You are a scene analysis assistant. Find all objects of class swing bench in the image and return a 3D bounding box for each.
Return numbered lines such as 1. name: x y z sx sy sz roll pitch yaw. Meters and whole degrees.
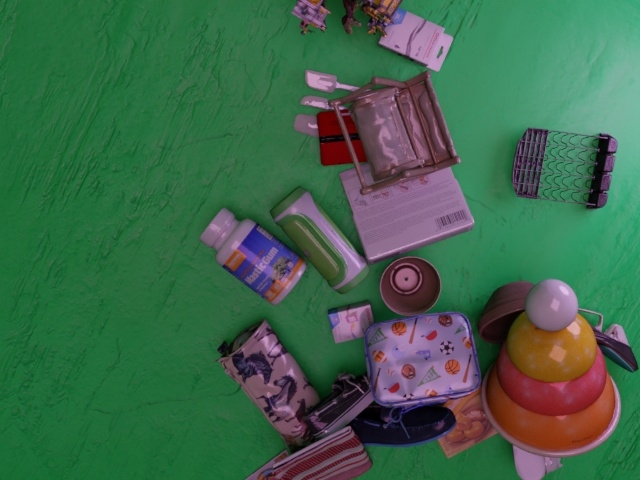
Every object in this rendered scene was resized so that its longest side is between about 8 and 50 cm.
1. swing bench: 0.192 -0.274 1.736 0.165 0.255 0.253 -19 90 44

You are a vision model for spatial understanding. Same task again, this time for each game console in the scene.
1. game console: 0.066 -0.277 1.837 0.144 0.085 0.124 -6 72 -2

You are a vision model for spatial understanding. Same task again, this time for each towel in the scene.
1. towel: 0.013 0.615 1.864 0.237 0.329 0.037 -27 55 -4

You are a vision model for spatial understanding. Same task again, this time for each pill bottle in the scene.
1. pill bottle: -0.183 0.037 1.835 0.272 0.152 0.152 37 98 -6

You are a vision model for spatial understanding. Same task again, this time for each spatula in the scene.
1. spatula: 0.061 -0.348 1.841 0.242 0.019 0.168 12 98 -5

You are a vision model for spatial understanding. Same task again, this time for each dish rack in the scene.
1. dish rack: 0.648 -0.196 1.838 0.272 0.074 0.208 7 98 1

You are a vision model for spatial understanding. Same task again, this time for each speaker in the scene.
1. speaker: 0.000 0.000 1.841 0.131 0.131 0.296 -40 97 6

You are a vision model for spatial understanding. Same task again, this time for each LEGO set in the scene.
1. LEGO set: 0.051 -0.555 1.662 0.255 0.331 0.192 28 106 -18

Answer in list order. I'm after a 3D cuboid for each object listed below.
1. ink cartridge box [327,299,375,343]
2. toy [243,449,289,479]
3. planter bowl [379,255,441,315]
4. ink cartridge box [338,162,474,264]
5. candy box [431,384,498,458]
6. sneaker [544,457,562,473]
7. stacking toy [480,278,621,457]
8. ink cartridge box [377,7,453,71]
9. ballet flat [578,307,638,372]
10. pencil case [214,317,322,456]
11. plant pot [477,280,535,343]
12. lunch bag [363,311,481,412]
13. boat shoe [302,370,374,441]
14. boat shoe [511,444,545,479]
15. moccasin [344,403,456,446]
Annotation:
1. ink cartridge box: 0.089 0.226 1.916 0.123 0.052 0.088 -14 99 1
2. toy: -0.116 0.706 1.994 0.237 0.056 0.137 -39 97 6
3. planter bowl: 0.237 0.113 1.868 0.162 0.109 0.162 0 99 -1
4. ink cartridge box: 0.228 -0.105 1.855 0.297 0.066 0.261 -19 73 3
5. candy box: 0.358 0.427 1.930 0.183 0.087 0.316 -29 98 4
6. sneaker: 0.659 0.595 1.981 0.061 0.053 0.152 -13 105 -7
7. stacking toy: 0.573 0.271 1.690 0.351 0.350 0.479 -11 131 2
8. ink cartridge box: 0.250 -0.522 1.787 0.180 0.060 0.104 23 98 -4
9. ballet flat: 0.777 0.260 1.903 0.281 0.095 0.096 31 86 -5
10. pencil case: -0.114 0.427 1.891 0.184 0.160 0.410 -37 99 -21
11. plant pot: 0.534 0.184 1.855 0.238 0.237 0.109 -9 58 2
12. lunch bag: 0.258 0.320 1.802 0.304 0.115 0.243 -9 77 4
13. boat shoe: 0.075 0.411 1.869 0.306 0.113 0.105 -37 92 -25
14. boat shoe: 0.577 0.522 1.942 0.108 0.102 0.301 -8 78 9
15. moccasin: 0.194 0.487 1.864 0.342 0.138 0.116 -16 99 29
